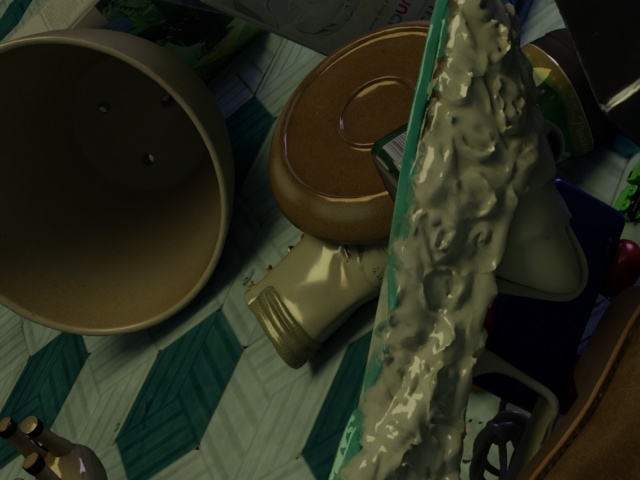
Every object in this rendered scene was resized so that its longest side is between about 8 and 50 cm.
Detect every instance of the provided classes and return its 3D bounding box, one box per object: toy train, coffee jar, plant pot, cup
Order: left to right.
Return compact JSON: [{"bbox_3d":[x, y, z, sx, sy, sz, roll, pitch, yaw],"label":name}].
[{"bbox_3d":[-0.230,-0.094,1.461,0.331,0.331,0.237,-39,11,25],"label":"cup"},{"bbox_3d":[0.054,-0.104,1.139,0.236,0.032,0.236,-17,50,21],"label":"plant pot"},{"bbox_3d":[0.115,0.086,0.920,0.248,0.105,0.143,-66,15,-13],"label":"toy train"},{"bbox_3d":[0.137,-0.079,1.016,0.184,0.096,0.079,-33,41,-4],"label":"coffee jar"},{"bbox_3d":[0.235,-0.050,0.962,0.083,0.017,0.023,-61,18,-14],"label":"toy train"}]

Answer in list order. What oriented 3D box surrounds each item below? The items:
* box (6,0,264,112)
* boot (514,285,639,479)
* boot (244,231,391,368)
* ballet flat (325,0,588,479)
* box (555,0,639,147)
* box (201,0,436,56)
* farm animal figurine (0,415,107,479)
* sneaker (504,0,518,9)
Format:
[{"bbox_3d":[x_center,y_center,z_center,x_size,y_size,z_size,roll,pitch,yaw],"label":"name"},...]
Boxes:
[{"bbox_3d":[-0.235,-0.230,1.621,0.232,0.322,0.058,-39,73,27],"label":"box"},{"bbox_3d":[0.176,0.158,0.728,0.115,0.112,0.305,4,58,46],"label":"boot"},{"bbox_3d":[0.000,0.000,1.197,0.165,0.077,0.213,-44,36,18],"label":"boot"},{"bbox_3d":[0.084,0.054,0.794,0.147,0.147,0.409,15,92,61],"label":"ballet flat"},{"bbox_3d":[0.265,-0.115,0.673,0.179,0.312,0.343,-40,30,24],"label":"box"},{"bbox_3d":[0.010,-0.299,1.344,0.127,0.231,0.262,-58,19,32],"label":"box"},{"bbox_3d":[-0.232,0.332,1.100,0.326,0.172,0.330,9,57,46],"label":"farm animal figurine"},{"bbox_3d":[0.148,-0.184,1.217,0.082,0.069,0.209,29,74,33],"label":"sneaker"}]
